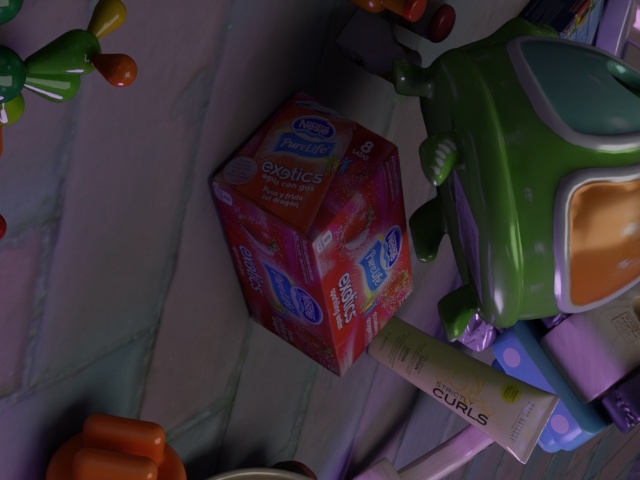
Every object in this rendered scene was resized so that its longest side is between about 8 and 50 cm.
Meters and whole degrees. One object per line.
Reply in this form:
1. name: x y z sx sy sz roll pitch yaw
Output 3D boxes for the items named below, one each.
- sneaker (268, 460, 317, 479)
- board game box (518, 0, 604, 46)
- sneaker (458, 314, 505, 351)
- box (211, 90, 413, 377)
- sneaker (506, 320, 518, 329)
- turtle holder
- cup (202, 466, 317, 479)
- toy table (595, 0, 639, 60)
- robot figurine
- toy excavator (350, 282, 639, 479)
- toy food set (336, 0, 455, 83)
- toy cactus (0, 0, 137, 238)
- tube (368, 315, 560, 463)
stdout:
1. sneaker: -0.030 0.341 1.645 0.135 0.097 0.276 -39 151 -35
2. board game box: 0.270 -0.204 1.623 0.194 0.060 0.194 -50 154 -17
3. sneaker: 0.274 0.036 1.866 0.153 0.094 0.235 -33 146 -45
4. box: 0.000 0.000 1.277 0.128 0.122 0.257 -49 154 -22
5. sneaker: 0.351 0.073 2.083 0.095 0.090 0.235 -41 157 -59
6. turtle holder: 0.191 -0.064 1.191 0.320 0.227 0.243 -106 -175 -77
7. cup: -0.091 0.442 1.452 0.331 0.331 0.237 -35 173 -41
8. toy table: 0.444 -0.284 1.666 0.252 0.160 0.274 -26 131 -70
9. robot figurine: -0.190 0.258 1.214 0.128 0.158 0.219 -17 135 -32
10. toy excavator: 0.281 0.231 1.860 0.433 0.222 0.445 -20 159 -47
11. toy food set: 0.084 -0.206 1.218 0.111 0.104 0.232 -54 155 -8
12. toy cactus: -0.214 -0.095 0.818 0.180 0.112 0.219 4 124 -52
13. tube: 0.171 0.173 1.653 0.062 0.240 0.070 -42 152 -36
